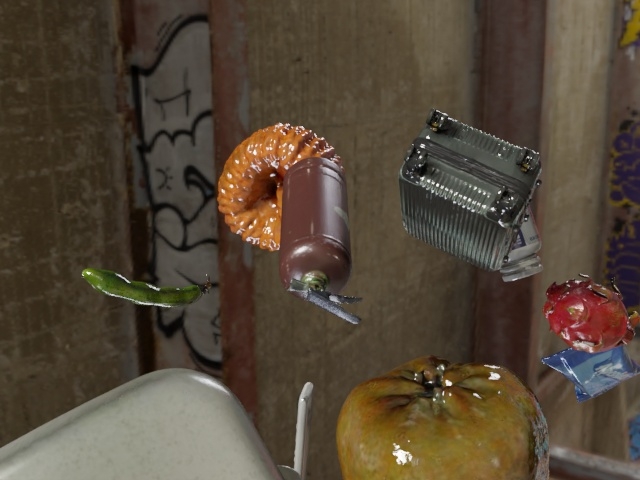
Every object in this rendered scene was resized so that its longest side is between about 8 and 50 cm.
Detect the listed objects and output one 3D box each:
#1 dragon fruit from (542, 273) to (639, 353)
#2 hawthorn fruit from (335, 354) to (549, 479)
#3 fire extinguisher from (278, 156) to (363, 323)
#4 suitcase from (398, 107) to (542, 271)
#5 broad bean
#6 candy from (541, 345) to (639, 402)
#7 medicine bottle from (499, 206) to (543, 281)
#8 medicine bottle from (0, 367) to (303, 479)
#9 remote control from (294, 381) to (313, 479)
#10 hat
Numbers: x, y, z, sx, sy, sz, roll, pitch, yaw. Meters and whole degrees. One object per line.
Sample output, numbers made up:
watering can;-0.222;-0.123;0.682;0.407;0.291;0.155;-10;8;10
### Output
dragon fruit;0.463;0.134;1.360;0.136;0.166;0.133;-54;10;36
hawthorn fruit;0.157;0.306;1.029;0.268;0.268;0.300;-23;-65;-51
fire extinguisher;0.000;0.000;1.267;0.337;0.136;0.114;-89;18;-54
suitcase;0.227;-0.069;1.247;0.128;0.202;0.312;-60;-15;-13
broad bean;-0.296;0.083;1.369;0.227;0.039;0.069;7;-127;-28
candy;0.636;0.293;1.836;0.331;0.187;0.077;37;-150;-50
medicine bottle;0.365;-0.022;1.548;0.107;0.107;0.191;-16;-93;-53
medicine bottle;-0.100;0.290;0.544;0.282;0.123;0.375;-27;-98;-20
remote control;-0.040;0.412;1.646;0.067;0.029;0.260;-64;-19;-61
hat;-0.039;-0.141;1.816;0.400;0.285;0.285;-35;-55;-59
